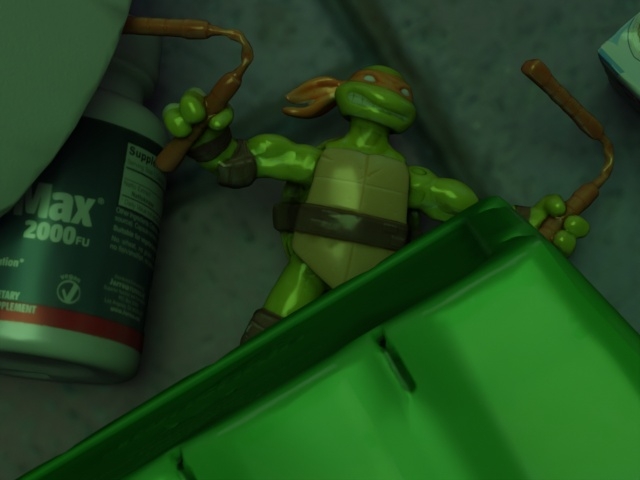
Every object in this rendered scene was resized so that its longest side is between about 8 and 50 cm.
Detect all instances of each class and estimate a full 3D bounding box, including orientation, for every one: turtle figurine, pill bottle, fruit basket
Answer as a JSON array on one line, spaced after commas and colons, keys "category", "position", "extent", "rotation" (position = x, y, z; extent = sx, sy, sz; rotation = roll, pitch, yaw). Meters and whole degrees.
[{"category": "turtle figurine", "position": [0.000, 0.000, 0.694], "extent": [0.269, 0.087, 0.217], "rotation": [14, 85, -13]}, {"category": "pill bottle", "position": [-0.133, -0.024, 0.711], "extent": [0.108, 0.108, 0.180], "rotation": [4, 76, 8]}, {"category": "fruit basket", "position": [0.045, 0.215, 0.538], "extent": [0.392, 0.283, 0.392], "rotation": [0, 97, 2]}]

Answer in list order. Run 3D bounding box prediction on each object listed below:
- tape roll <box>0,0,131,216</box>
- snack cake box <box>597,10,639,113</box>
[{"category": "tape roll", "position": [-0.225, -0.121, 0.688], "extent": [0.286, 0.100, 0.286], "rotation": [-18, 57, 30]}, {"category": "snack cake box", "position": [0.282, -0.121, 0.667], "extent": [0.264, 0.089, 0.152], "rotation": [-43, 76, 9]}]
